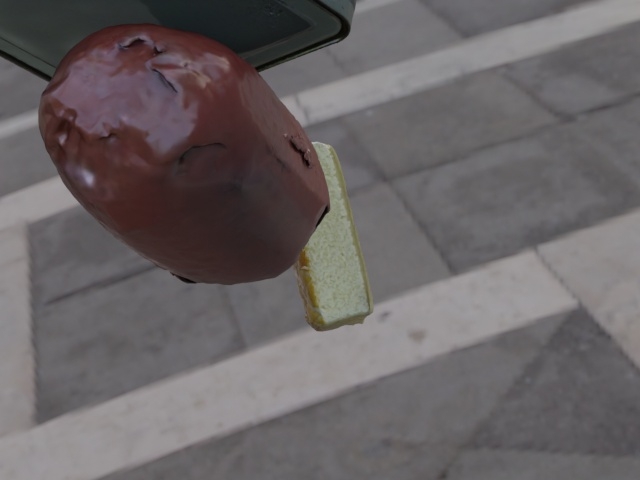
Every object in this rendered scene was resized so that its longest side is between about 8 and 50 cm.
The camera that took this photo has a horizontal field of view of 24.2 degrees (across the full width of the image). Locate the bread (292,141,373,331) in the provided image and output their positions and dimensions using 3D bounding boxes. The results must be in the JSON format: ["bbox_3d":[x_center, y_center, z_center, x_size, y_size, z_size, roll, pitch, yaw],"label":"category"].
[{"bbox_3d":[0.000,-0.001,1.541,0.068,0.188,0.125,-13,-8,-6],"label":"bread"}]

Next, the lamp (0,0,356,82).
[{"bbox_3d":[-0.150,-0.182,1.060,0.269,0.266,0.047,-16,59,41],"label":"lamp"}]

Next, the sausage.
[{"bbox_3d":[-0.090,-0.054,1.049,0.152,0.279,0.152,-7,69,20],"label":"sausage"}]
